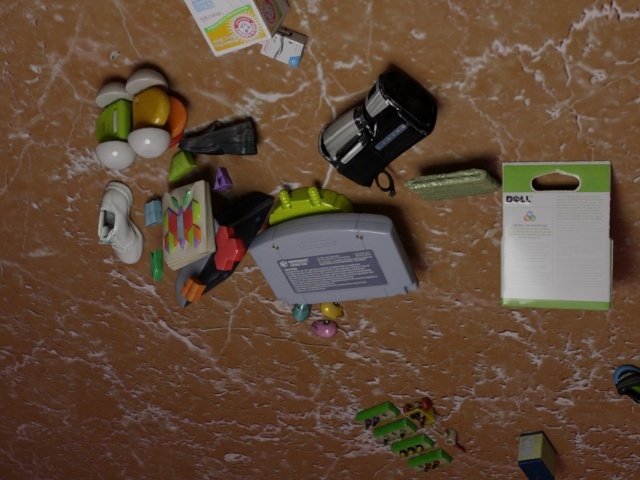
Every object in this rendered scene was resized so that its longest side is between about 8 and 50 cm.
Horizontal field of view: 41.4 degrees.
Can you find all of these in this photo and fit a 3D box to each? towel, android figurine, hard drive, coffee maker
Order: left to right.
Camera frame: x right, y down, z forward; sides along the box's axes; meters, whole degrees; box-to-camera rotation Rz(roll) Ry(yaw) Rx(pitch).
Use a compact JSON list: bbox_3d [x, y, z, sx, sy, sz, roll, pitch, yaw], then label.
[{"bbox_3d":[-0.199,0.017,1.681,0.054,0.172,0.255,44,134,10],"label":"hard drive"},{"bbox_3d":[0.000,0.000,1.669,0.248,0.056,0.273,-4,132,22],"label":"android figurine"},{"bbox_3d":[0.113,-0.181,1.434,0.171,0.120,0.178,19,142,-34],"label":"coffee maker"},{"bbox_3d":[0.231,-0.098,1.480,0.148,0.027,0.110,-7,168,26],"label":"towel"}]

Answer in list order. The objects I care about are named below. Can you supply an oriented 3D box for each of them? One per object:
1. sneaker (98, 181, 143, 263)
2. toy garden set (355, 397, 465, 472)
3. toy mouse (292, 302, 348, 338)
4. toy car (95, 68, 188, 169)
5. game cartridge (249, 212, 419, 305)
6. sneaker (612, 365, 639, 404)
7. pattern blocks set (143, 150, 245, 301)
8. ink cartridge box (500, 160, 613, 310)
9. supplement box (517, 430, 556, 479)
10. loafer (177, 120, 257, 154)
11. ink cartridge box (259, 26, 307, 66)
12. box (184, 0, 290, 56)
[{"bbox_3d":[-0.431,-0.017,1.776,0.080,0.094,0.212,7,134,11],"label":"sneaker"},{"bbox_3d":[0.233,0.476,2.029,0.203,0.049,0.244,-29,117,37],"label":"toy garden set"},{"bbox_3d":[-0.013,0.174,1.849,0.143,0.031,0.161,-20,122,33],"label":"toy mouse"},{"bbox_3d":[-0.322,-0.211,1.543,0.182,0.159,0.136,-15,161,30],"label":"toy car"},{"bbox_3d":[0.022,0.036,1.619,0.294,0.060,0.196,-7,136,24],"label":"game cartridge"},{"bbox_3d":[0.678,0.317,1.705,0.188,0.078,0.067,20,135,0],"label":"sneaker"},{"bbox_3d":[-0.253,-0.029,1.600,0.026,0.286,0.325,2,157,-37],"label":"pattern blocks set"},{"bbox_3d":[0.418,-0.013,1.493,0.188,0.097,0.255,1,97,19],"label":"ink cartridge box"},{"bbox_3d":[0.495,0.495,1.930,0.056,0.083,0.083,-18,123,32],"label":"supplement box"},{"bbox_3d":[-0.190,-0.189,1.568,0.170,0.062,0.061,3,94,26],"label":"loafer"},{"bbox_3d":[-0.069,-0.327,1.406,0.083,0.028,0.048,21,135,0],"label":"ink cartridge box"},{"bbox_3d":[-0.148,-0.406,1.308,0.114,0.103,0.203,-9,128,27],"label":"box"}]
